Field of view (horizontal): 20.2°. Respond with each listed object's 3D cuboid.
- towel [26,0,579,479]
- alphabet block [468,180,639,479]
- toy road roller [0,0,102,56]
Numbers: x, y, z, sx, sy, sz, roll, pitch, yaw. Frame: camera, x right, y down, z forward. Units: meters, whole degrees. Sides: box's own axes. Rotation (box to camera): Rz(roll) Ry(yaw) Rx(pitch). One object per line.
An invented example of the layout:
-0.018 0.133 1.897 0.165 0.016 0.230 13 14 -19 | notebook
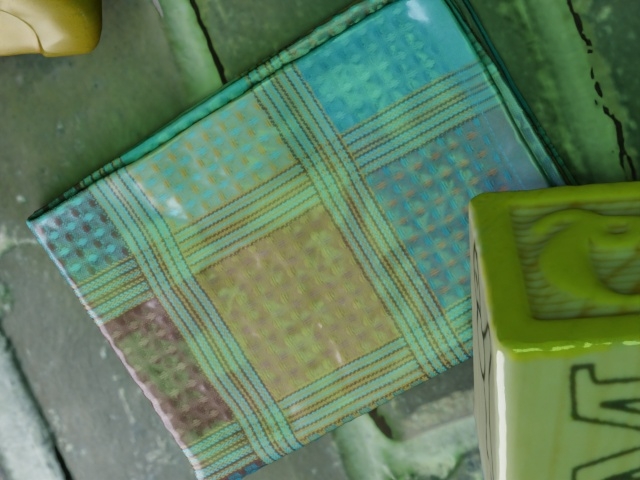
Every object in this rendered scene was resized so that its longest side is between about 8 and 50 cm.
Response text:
0.000 0.000 1.326 0.370 0.040 0.271 -30 100 15 | towel
0.204 0.090 1.218 0.193 0.192 0.197 -5 124 0 | alphabet block
-0.269 -0.220 1.164 0.240 0.203 0.329 -6 150 -5 | toy road roller
